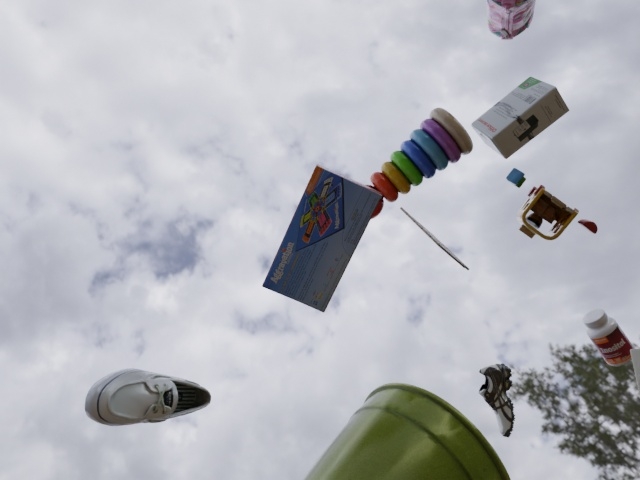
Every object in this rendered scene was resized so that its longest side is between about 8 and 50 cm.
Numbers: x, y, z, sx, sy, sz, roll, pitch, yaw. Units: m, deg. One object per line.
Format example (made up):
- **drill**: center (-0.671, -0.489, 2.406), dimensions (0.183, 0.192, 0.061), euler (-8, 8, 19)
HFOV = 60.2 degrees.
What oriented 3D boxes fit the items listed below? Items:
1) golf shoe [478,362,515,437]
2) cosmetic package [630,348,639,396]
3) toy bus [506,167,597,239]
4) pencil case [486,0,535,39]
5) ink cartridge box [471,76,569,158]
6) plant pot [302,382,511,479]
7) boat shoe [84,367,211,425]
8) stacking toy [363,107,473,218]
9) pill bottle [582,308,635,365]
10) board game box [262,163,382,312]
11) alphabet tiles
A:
- **golf shoe**: center (0.484, 0.443, 1.533), dimensions (0.094, 0.077, 0.198), euler (-2, -101, 0)
- **cosmetic package**: center (0.558, 0.305, 0.779), dimensions (0.160, 0.309, 0.113), euler (11, -22, -36)
- **toy bus**: center (0.493, -0.055, 1.239), dimensions (0.202, 0.191, 0.104), euler (29, -77, -34)
- **pencil case**: center (0.458, -0.576, 1.329), dimensions (0.124, 0.284, 0.124), euler (1, -87, 17)
- **ink cartridge box**: center (0.543, -0.338, 1.520), dimensions (0.208, 0.153, 0.087), euler (-38, -64, 12)
- **plant pot**: center (0.100, 0.511, 1.004), dimensions (0.353, 0.367, 0.366), euler (-27, -50, -38)
- **boat shoe**: center (-0.256, 0.240, 0.862), dimensions (0.226, 0.076, 0.083), euler (18, -109, -65)
- **stacking toy**: center (0.209, -0.169, 1.362), dimensions (0.330, 0.141, 0.141), euler (-41, -55, 5)
- **pill bottle**: center (0.811, 0.272, 1.562), dimensions (0.086, 0.086, 0.152), euler (-37, -84, 2)
- **board game box**: center (0.000, 0.000, 1.129), dimensions (0.145, 0.027, 0.281), euler (24, -73, -6)
- **alphabet tiles**: center (0.345, 0.007, 1.607), dimensions (0.009, 0.198, 0.237), euler (-48, -48, 10)
